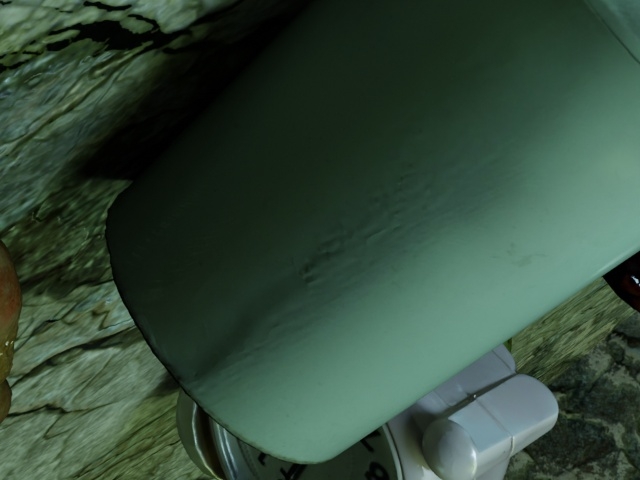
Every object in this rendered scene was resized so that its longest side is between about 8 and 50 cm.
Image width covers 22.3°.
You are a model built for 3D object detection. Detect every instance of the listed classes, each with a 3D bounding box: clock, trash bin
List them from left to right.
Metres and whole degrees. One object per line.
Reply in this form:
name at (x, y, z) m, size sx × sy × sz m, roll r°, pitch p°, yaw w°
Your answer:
clock at (0.026, 0.180, 1.540) m, size 0.184 × 0.342 × 0.325 m, roll -13°, pitch 144°, yaw -44°
trash bin at (0.090, -0.070, 1.058) m, size 0.432 × 0.280 × 0.280 m, roll -40°, pitch 164°, yaw 23°

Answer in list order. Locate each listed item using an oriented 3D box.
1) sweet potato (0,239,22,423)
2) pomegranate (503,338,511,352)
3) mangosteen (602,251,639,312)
sweet potato at (-0.248, 0.076, 1.063) m, size 0.109 × 0.109 × 0.385 m, roll -31°, pitch 169°, yaw -20°
pomegranate at (0.115, 0.086, 1.768) m, size 0.181 × 0.181 × 0.224 m, roll -36°, pitch -175°, yaw -2°
mangosteen at (0.460, -0.061, 1.886) m, size 0.347 × 0.307 × 0.307 m, roll -60°, pitch 174°, yaw -25°
